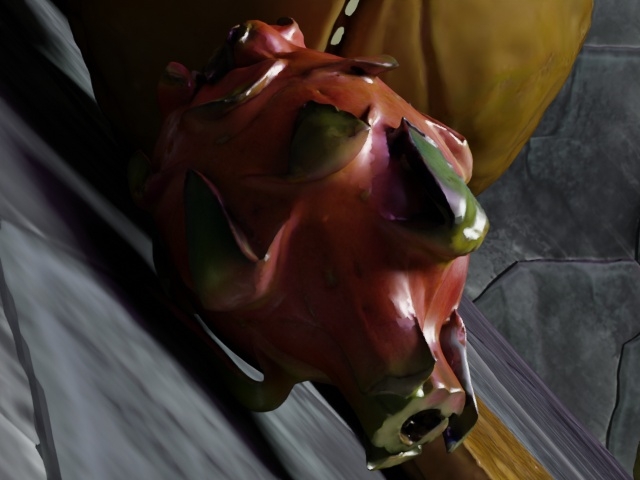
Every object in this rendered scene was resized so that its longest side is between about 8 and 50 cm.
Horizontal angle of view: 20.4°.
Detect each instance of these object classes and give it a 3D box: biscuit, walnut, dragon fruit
[{"bbox_3d":[0.046,0.070,0.625,0.162,0.035,0.250,41,6,-24],"label":"biscuit"},{"bbox_3d":[-0.002,-0.041,0.564,0.167,0.087,0.211,5,-14,-4],"label":"walnut"},{"bbox_3d":[0.002,0.000,0.440,0.116,0.086,0.081,47,-3,32],"label":"dragon fruit"}]

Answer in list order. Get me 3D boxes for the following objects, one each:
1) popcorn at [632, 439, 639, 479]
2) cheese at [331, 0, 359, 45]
[{"bbox_3d":[0.311,0.183,1.092,0.252,0.215,0.286,9,-9,-36],"label":"popcorn"},{"bbox_3d":[-0.077,-0.161,0.902,0.233,0.127,0.266,47,0,26],"label":"cheese"}]
